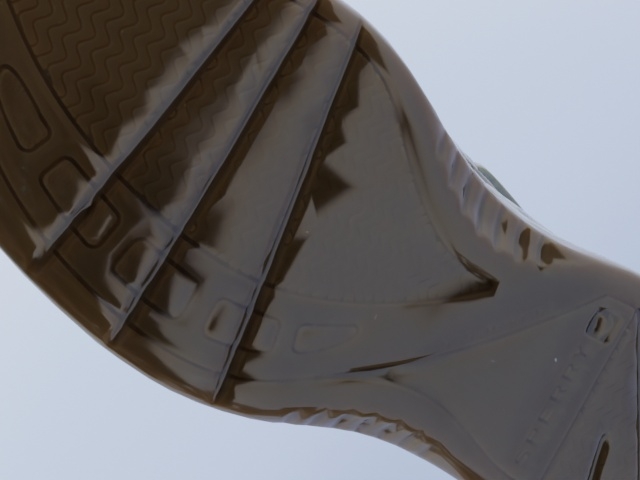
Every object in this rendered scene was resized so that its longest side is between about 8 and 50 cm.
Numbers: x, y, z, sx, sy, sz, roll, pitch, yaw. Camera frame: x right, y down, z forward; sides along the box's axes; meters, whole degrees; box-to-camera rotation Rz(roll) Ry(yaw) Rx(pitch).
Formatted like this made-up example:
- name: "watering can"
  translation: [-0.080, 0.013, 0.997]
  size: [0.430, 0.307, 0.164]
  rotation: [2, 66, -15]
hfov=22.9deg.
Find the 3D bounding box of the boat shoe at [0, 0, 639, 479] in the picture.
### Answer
- name: "boat shoe"
  translation: [0.000, 0.000, 0.444]
  size: [0.104, 0.285, 0.089]
  rotation: [-54, -149, 0]
